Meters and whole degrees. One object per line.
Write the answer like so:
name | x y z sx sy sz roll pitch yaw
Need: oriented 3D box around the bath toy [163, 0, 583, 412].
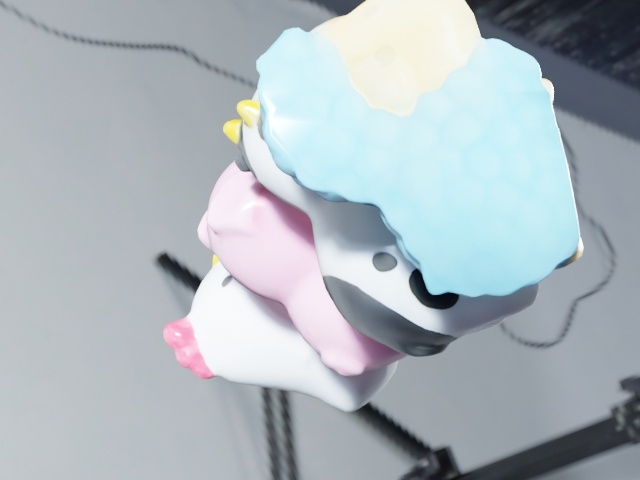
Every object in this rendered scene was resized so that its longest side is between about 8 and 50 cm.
bath toy | 0.000 0.000 0.719 0.129 0.348 0.151 -8 75 -15
